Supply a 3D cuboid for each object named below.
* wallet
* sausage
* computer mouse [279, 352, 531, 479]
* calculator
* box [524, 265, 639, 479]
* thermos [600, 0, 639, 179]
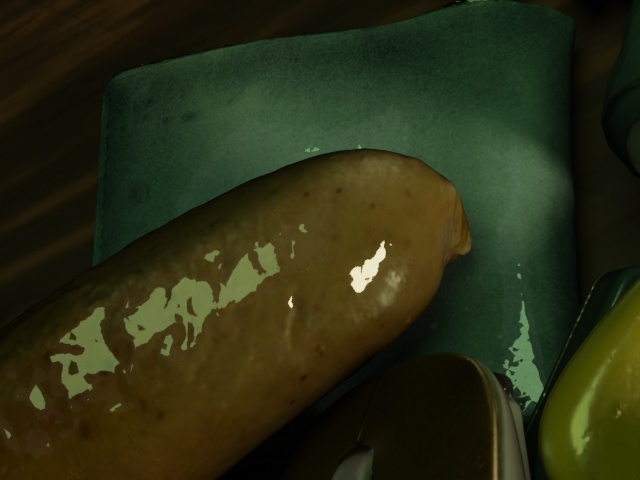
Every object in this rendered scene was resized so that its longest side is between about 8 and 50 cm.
[{"bbox_3d":[0.000,-0.001,0.749,0.290,0.054,0.251,-8,62,19],"label":"wallet"},{"bbox_3d":[-0.144,0.117,0.663,0.501,0.136,0.123,-40,37,8],"label":"sausage"},{"bbox_3d":[0.037,0.199,0.566,0.158,0.072,0.310,-29,58,45],"label":"computer mouse"},{"bbox_3d":[0.179,0.081,0.599,0.146,0.032,0.235,41,75,1],"label":"calculator"},{"bbox_3d":[0.148,0.079,0.629,0.091,0.031,0.126,30,74,-4],"label":"box"},{"bbox_3d":[0.228,-0.157,0.690,0.182,0.145,0.286,2,61,34],"label":"thermos"}]
